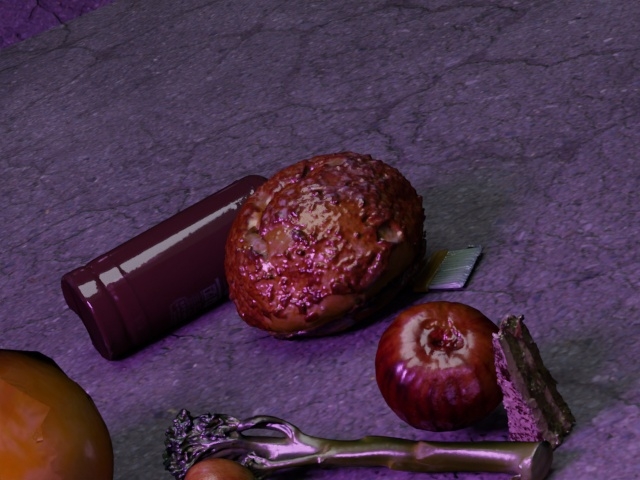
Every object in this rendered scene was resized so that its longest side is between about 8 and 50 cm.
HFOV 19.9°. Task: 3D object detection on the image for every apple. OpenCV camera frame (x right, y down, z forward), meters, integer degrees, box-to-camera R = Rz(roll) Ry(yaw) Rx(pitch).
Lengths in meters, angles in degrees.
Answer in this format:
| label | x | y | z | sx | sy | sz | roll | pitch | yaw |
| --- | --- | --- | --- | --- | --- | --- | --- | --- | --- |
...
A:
| label | x | y | z | sx | sy | sz | roll | pitch | yaw |
| --- | --- | --- | --- | --- | --- | --- | --- | --- | --- |
| apple | -0.089 | 0.239 | 1.663 | 0.071 | 0.084 | 0.084 | 1 | 24 | -3 |

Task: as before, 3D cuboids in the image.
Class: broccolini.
| label | x | y | z | sx | sy | sz | roll | pitch | yaw |
| --- | --- | --- | --- | --- | --- | --- | --- | --- | --- |
| broccolini | 0.020 | 0.201 | 1.671 | 0.392 | 0.079 | 0.074 | -3 | 51 | 33 |

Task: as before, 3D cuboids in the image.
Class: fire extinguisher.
| label | x | y | z | sx | sy | sz | roll | pitch | yaw |
| --- | --- | --- | --- | --- | --- | --- | --- | --- | --- |
| fire extinguisher | -0.133 | 0.014 | 2.139 | 0.337 | 0.114 | 0.135 | -29 | -2 | -18 |

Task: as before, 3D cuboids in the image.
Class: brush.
| label | x | y | z | sx | sy | sz | roll | pitch | yaw |
| --- | --- | --- | --- | --- | --- | --- | --- | --- | --- |
| brush | 0.074 | 0.040 | 2.036 | 0.218 | 0.010 | 0.082 | -8 | 27 | 30 |

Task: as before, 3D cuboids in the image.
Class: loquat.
| label | x | y | z | sx | sy | sz | roll | pitch | yaw |
| --- | --- | --- | --- | --- | --- | --- | --- | --- | --- |
| loquat | -0.306 | 0.213 | 1.708 | 0.235 | 0.235 | 0.235 | -17 | 24 | 8 |

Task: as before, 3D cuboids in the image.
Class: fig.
| label | x | y | z | sx | sy | sz | roll | pitch | yaw |
| --- | --- | --- | --- | --- | --- | --- | --- | --- | --- |
| fig | 0.103 | 0.122 | 1.676 | 0.150 | 0.128 | 0.128 | -39 | 6 | 43 |

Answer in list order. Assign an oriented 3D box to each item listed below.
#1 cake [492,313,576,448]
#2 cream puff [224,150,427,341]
| label | x | y | z | sx | sy | sz | roll | pitch | yaw |
| --- | --- | --- | --- | --- | --- | --- | --- | --- | --- |
| cake | 0.187 | 0.127 | 1.616 | 0.055 | 0.140 | 0.051 | 20 | 52 | 35 |
| cream puff | -0.001 | 0.000 | 1.987 | 0.240 | 0.164 | 0.240 | -18 | 34 | 12 |
